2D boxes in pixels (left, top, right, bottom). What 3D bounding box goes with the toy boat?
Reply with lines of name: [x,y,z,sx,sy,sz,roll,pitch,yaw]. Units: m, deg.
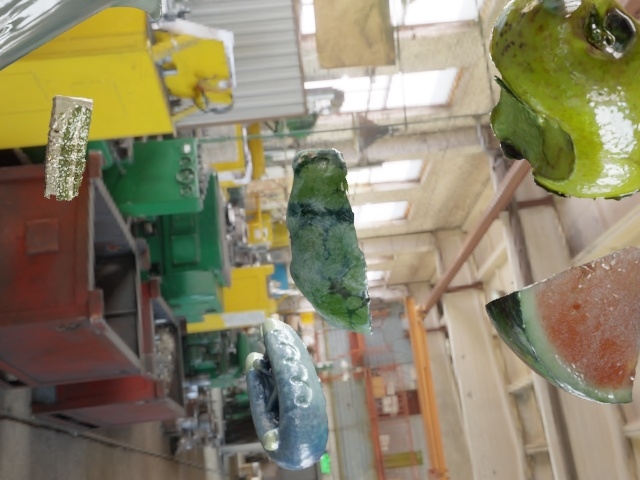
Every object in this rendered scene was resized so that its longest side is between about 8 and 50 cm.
toy boat: [-0.097,0.323,1.515,0.215,0.123,0.330,-61,-142,36]

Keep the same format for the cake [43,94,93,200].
cake: [-0.326,-0.122,0.939,0.055,0.051,0.140,-130,-129,-59]

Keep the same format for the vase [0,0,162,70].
vase: [-0.314,-0.200,0.588,0.251,0.301,0.156,54,-8,-31]

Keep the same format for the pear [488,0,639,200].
pear: [0.320,-0.186,0.911,0.238,0.164,0.255,51,-3,31]

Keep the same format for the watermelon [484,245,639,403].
watermelon: [0.296,0.104,0.825,0.202,0.207,0.136,-53,176,37]

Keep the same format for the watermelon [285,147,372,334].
watermelon: [0.000,0.000,0.720,0.139,0.071,0.187,-107,-174,-76]
